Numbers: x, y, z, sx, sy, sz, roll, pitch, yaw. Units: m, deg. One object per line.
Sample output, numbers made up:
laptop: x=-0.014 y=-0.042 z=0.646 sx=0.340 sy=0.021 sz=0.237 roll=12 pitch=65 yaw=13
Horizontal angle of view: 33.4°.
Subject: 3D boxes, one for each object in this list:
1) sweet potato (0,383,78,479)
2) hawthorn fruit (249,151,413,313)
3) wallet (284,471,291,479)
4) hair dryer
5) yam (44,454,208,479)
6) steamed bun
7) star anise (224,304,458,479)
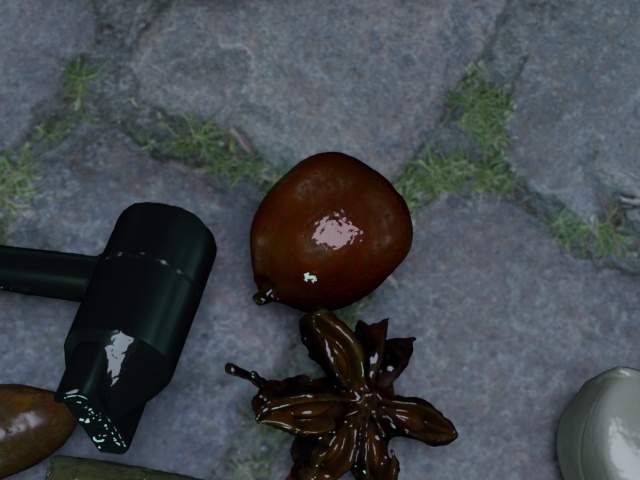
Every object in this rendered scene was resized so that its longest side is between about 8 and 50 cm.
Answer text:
sweet potato: x=-0.430 y=0.206 z=1.061 sx=0.385 sy=0.109 sz=0.109 roll=-6 pitch=75 yaw=-7
hawthorn fruit: x=0.000 y=0.000 z=1.129 sx=0.188 sy=0.169 sz=0.169 roll=-37 pitch=81 yaw=-22
wallet: x=-0.039 y=0.335 z=1.108 sx=0.103 sy=0.020 sz=0.196 roll=37 pitch=74 yaw=4
hair dryer: x=-0.281 y=0.075 z=1.090 sx=0.302 sy=0.116 sz=0.244 roll=6 pitch=48 yaw=13
yam: x=-0.190 y=0.267 z=1.083 sx=0.179 sy=0.078 sz=0.078 roll=11 pitch=73 yaw=-3
steamed bun: x=0.375 y=0.243 z=1.112 sx=0.242 sy=0.146 sz=0.164 roll=15 pitch=70 yaw=-4
star anise: x=0.030 y=0.164 z=1.108 sx=0.190 sy=0.126 sz=0.220 roll=-31 pitch=102 yaw=-6
